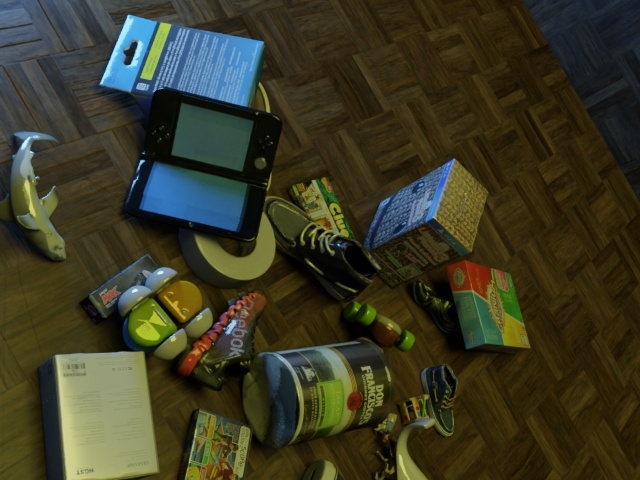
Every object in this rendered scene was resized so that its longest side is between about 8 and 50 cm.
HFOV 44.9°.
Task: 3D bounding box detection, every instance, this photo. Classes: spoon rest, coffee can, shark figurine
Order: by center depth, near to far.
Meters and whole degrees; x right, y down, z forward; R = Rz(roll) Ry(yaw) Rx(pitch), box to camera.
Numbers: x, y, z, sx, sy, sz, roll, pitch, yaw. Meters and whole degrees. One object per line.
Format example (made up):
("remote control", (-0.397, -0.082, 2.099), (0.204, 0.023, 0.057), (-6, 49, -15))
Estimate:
("shark figurine", (-0.582, -0.095, 1.488), (0.166, 0.116, 0.278), (15, 62, -75))
("coffee can", (-0.004, 0.331, 1.696), (0.275, 0.201, 0.202), (-1, 70, -41))
("spoon rest", (0.223, 0.554, 1.833), (0.137, 0.084, 0.276), (-6, 99, -56))

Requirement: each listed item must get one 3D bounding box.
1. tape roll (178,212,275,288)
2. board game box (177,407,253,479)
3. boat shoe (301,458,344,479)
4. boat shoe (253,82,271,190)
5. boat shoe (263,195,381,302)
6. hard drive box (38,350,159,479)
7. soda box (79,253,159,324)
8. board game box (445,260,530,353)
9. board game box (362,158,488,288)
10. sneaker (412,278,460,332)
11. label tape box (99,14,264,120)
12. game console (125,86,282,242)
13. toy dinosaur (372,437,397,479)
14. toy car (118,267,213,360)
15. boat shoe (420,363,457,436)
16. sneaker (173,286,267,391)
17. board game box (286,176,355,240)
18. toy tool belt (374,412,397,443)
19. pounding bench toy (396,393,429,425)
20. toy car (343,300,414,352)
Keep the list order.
("tape roll", (-0.212, -0.002, 1.775), (0.219, 0.072, 0.219), (19, 58, -33))
("board game box", (-0.215, 0.457, 1.565), (0.136, 0.035, 0.201), (28, 53, -28))
("boat shoe", (-0.012, 0.615, 1.600), (0.119, 0.121, 0.335), (41, 46, -12))
("boat shoe", (-0.192, -0.263, 1.898), (0.096, 0.116, 0.324), (10, 69, -41))
("boat shoe", (0.000, 0.000, 1.874), (0.340, 0.158, 0.127), (41, 59, -10))
("hard drive box", (-0.408, 0.329, 1.424), (0.181, 0.089, 0.232), (5, 66, -39))
("soda box", (-0.401, 0.097, 1.573), (0.060, 0.053, 0.169), (54, 46, -6))
("board game box", (0.487, 0.198, 2.232), (0.316, 0.064, 0.242), (14, 60, -53))
("board game box", (0.272, -0.041, 2.059), (0.141, 0.291, 0.232), (41, 47, -18))
("sneaker", (0.326, 0.174, 2.148), (0.188, 0.078, 0.067), (50, 45, -10))
("label tape box", (-0.317, -0.383, 1.827), (0.333, 0.106, 0.241), (11, 57, -1))
("game console", (-0.249, -0.166, 1.685), (0.293, 0.250, 0.173), (13, 24, -7))
("toy dinosaur", (0.174, 0.553, 1.842), (0.092, 0.053, 0.183), (23, 55, -33))
("toy car", (-0.322, 0.158, 1.553), (0.159, 0.136, 0.182), (50, 43, 0))
("boat shoe", (0.324, 0.415, 2.019), (0.065, 0.083, 0.183), (-6, 73, -42))
("sneaker", (-0.184, 0.215, 1.655), (0.135, 0.098, 0.276), (38, 48, 5))
("board game box", (0.018, -0.036, 2.022), (0.136, 0.030, 0.260), (-19, 82, -47))
("toy tool belt", (0.150, 0.451, 1.884), (0.051, 0.052, 0.083), (19, 44, 12))
("pounding bench toy", (0.243, 0.426, 1.944), (0.052, 0.083, 0.065), (-1, 69, -41))
("toy car", (0.109, 0.270, 1.907), (0.155, 0.149, 0.188), (35, 79, -18))
